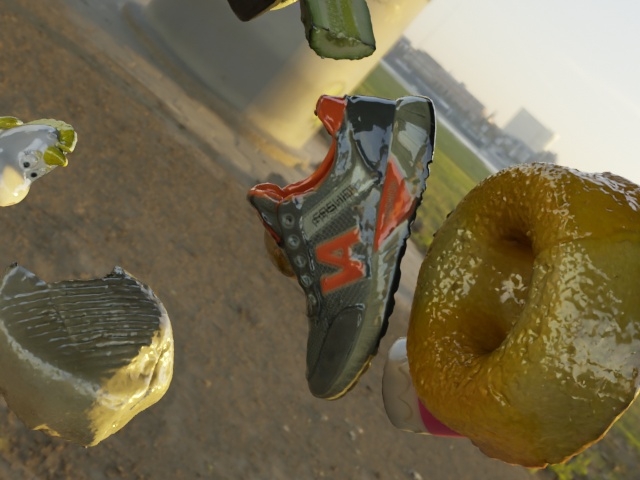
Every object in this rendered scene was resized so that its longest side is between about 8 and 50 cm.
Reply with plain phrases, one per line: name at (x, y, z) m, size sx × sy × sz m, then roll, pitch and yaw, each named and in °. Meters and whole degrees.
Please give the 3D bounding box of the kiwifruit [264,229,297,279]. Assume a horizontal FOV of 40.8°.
kiwifruit at (-0.029, 0.005, 1.060) m, size 0.075 × 0.075 × 0.124 m, roll 36°, pitch 9°, yaw -31°

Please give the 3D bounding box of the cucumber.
cucumber at (0.008, -0.204, 0.754) m, size 0.067 × 0.035 × 0.107 m, roll 10°, pitch 52°, yaw -24°

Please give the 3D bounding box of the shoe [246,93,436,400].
shoe at (0.000, 0.000, 0.888) m, size 0.171 × 0.336 × 0.132 m, roll 14°, pitch 12°, yaw -2°

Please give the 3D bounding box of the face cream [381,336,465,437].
face cream at (0.227, 0.247, 1.470) m, size 0.175 × 0.195 × 0.175 m, roll 8°, pitch 81°, yaw -57°

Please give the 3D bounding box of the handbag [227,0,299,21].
handbag at (-0.076, -0.420, 1.096) m, size 0.181 × 0.181 × 0.254 m, roll -17°, pitch -76°, yaw 58°

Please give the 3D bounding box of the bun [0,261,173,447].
bun at (-0.347, 0.171, 1.228) m, size 0.282 × 0.204 × 0.281 m, roll 15°, pitch 38°, yaw -12°

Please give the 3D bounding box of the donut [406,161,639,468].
donut at (0.188, 0.056, 0.821) m, size 0.110 × 0.303 × 0.303 m, roll 24°, pitch 18°, yaw -22°

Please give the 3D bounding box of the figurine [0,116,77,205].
figurine at (-0.375, -0.106, 1.035) m, size 0.178 × 0.129 × 0.109 m, roll 15°, pitch -39°, yaw 33°
